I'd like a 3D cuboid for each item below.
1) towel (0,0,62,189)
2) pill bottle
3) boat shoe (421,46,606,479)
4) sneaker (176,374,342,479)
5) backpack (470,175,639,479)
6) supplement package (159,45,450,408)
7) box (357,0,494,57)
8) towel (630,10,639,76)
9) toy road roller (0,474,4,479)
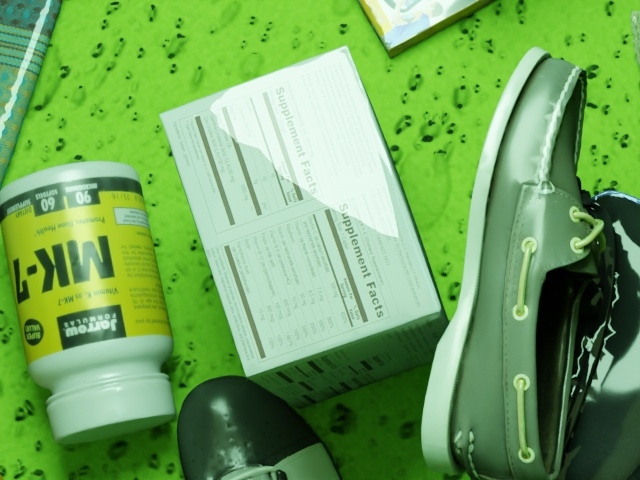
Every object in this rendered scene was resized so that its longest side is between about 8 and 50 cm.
[{"bbox_3d":[-0.395,-0.082,1.520,0.272,0.040,0.370,16,80,7],"label":"towel"},{"bbox_3d":[-0.184,0.051,1.431,0.119,0.119,0.208,-14,78,3],"label":"pill bottle"},{"bbox_3d":[0.149,0.020,1.235,0.091,0.109,0.305,11,86,25],"label":"boat shoe"},{"bbox_3d":[-0.026,0.250,1.368,0.122,0.146,0.330,-25,77,2],"label":"sneaker"},{"bbox_3d":[0.239,0.130,1.328,0.277,0.213,0.263,30,78,24],"label":"backpack"},{"bbox_3d":[0.000,0.000,1.348,0.145,0.262,0.204,-19,78,3],"label":"supplement package"},{"bbox_3d":[0.098,-0.222,1.500,0.136,0.028,0.081,-30,78,2],"label":"box"},{"bbox_3d":[0.314,-0.128,1.456,0.110,0.027,0.148,-6,70,5],"label":"towel"},{"bbox_3d":[-0.434,0.191,1.392,0.329,0.202,0.240,47,114,2],"label":"toy road roller"}]
